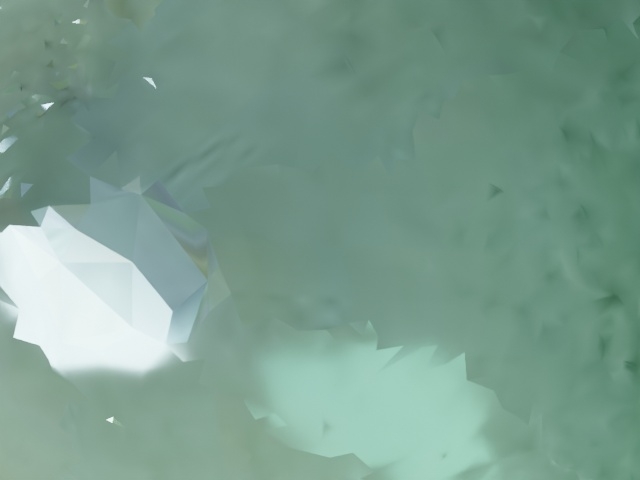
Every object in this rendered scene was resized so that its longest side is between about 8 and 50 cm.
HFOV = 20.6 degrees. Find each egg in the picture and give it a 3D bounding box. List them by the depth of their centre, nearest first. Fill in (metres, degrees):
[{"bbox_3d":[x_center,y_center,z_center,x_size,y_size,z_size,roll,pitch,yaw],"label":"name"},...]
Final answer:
[{"bbox_3d":[0.000,0.000,0.458,0.337,0.201,0.337,3,98,24],"label":"egg"}]
